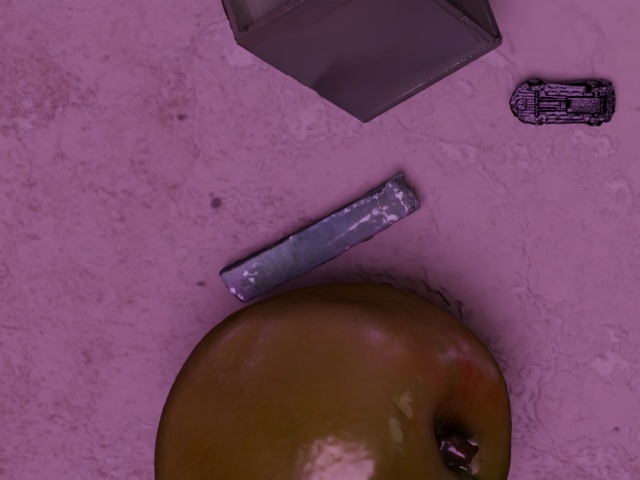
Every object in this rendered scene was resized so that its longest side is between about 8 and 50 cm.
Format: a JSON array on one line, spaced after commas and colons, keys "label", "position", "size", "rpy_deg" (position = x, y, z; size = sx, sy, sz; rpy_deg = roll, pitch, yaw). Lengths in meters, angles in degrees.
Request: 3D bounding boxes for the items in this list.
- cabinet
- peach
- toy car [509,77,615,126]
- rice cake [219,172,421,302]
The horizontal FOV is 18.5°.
[{"label": "cabinet", "position": [0.025, -0.220, 1.603], "size": [0.150, 0.206, 0.145], "rpy_deg": [-28, 62, 22]}, {"label": "peach", "position": [0.007, 0.190, 1.769], "size": [0.315, 0.281, 0.314], "rpy_deg": [2, 118, 21]}, {"label": "toy car", "position": [0.213, -0.123, 1.729], "size": [0.093, 0.025, 0.041], "rpy_deg": [2, 112, 7]}, {"label": "rice cake", "position": [0.000, 0.000, 1.823], "size": [0.211, 0.034, 0.043], "rpy_deg": [-28, 96, 22]}]
